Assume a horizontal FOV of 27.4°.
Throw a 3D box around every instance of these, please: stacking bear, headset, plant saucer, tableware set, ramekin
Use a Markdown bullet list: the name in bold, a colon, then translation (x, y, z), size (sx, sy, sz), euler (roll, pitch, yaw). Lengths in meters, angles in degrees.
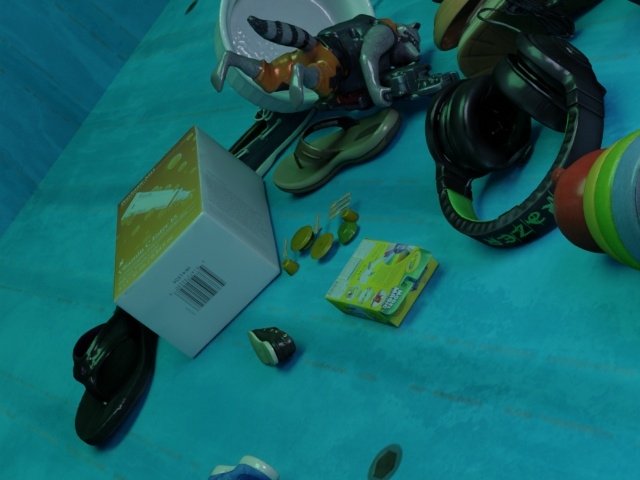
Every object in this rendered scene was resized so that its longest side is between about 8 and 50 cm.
- **stacking bear**: translation (0.333, -0.043, 1.300), size (0.164, 0.175, 0.289), euler (-49, 13, -13)
- **headset**: translation (0.264, -0.165, 1.659), size (0.243, 0.185, 0.394), euler (-33, 44, 43)
- **plant saucer**: translation (0.236, -0.361, 1.924), size (0.200, 0.037, 0.200), euler (-41, -11, -10)
- **tableware set**: translation (0.000, 0.000, 1.981), size (0.154, 0.024, 0.104), euler (-36, 31, 29)
- **ramekin**: translation (-0.053, -0.354, 2.275), size (0.277, 0.277, 0.135), euler (-59, 8, -17)

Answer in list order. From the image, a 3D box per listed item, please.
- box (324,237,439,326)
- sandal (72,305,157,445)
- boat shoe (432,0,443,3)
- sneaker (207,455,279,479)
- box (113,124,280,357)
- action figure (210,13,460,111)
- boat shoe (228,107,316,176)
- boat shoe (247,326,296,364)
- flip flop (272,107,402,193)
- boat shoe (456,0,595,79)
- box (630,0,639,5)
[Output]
- **box**: translation (0.084, 0.054, 1.727), size (0.105, 0.043, 0.179), euler (-56, 22, -11)
- **sandal**: translation (-0.359, 0.167, 2.268), size (0.167, 0.107, 0.446), euler (-35, 28, 32)
- **boat shoe**: translation (0.280, -0.453, 2.027), size (0.340, 0.127, 0.113), euler (-12, 73, 44)
- **sneaker**: translation (-0.112, 0.324, 1.661), size (0.152, 0.058, 0.085), euler (-22, 31, 55)
- **box**: translation (-0.211, -0.006, 2.179), size (0.215, 0.168, 0.345), euler (-45, 24, 15)
- **action figure**: translation (0.049, -0.282, 2.013), size (0.330, 0.179, 0.341), euler (-19, 12, -40)
- **boat shoe**: translation (-0.091, -0.209, 2.367), size (0.254, 0.079, 0.095), euler (-50, 23, 2)
- **boat shoe**: translation (-0.071, 0.148, 1.869), size (0.042, 0.049, 0.133), euler (-27, 11, -16)
- **flip flop**: translation (0.016, -0.157, 2.101), size (0.277, 0.080, 0.112), euler (-21, 38, 49)
- **boat shoe**: translation (0.313, -0.368, 1.825), size (0.341, 0.121, 0.110), euler (-41, 26, 24)
- **box**: translation (0.391, -0.364, 1.588), size (0.158, 0.156, 0.093), euler (164, 122, -69)
